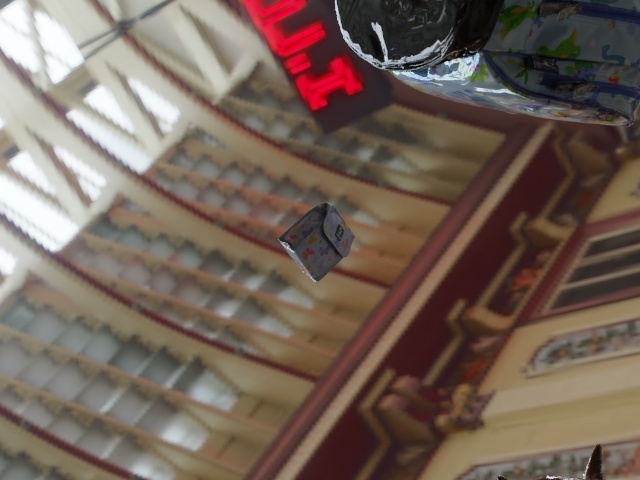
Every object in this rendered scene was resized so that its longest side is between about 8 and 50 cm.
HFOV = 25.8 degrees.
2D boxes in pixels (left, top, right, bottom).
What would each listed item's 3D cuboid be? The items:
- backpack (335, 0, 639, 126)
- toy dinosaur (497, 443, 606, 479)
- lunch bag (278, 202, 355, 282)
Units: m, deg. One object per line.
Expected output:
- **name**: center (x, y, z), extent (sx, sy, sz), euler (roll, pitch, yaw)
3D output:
- **backpack**: center (0.238, -0.253, 1.620), extent (0.356, 0.290, 0.273), euler (-13, -79, -29)
- **toy dinosaur**: center (0.229, 0.287, 1.434), extent (0.296, 0.200, 0.127), euler (-18, -106, -31)
- **lunch bag**: center (0.000, 0.000, 1.831), extent (0.083, 0.053, 0.071), euler (-43, -52, -10)
